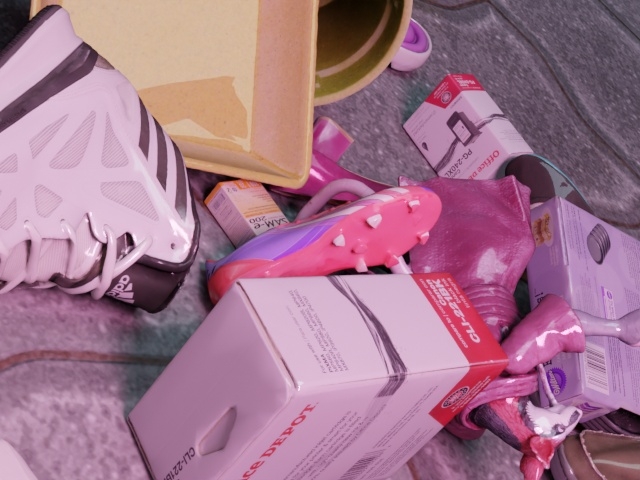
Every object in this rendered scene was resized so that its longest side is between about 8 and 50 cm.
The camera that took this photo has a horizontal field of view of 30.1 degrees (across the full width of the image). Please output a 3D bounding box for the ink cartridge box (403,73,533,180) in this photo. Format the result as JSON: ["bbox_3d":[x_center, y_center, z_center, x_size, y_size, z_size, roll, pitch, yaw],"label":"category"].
[{"bbox_3d":[0.201,-0.138,1.634,0.063,0.109,0.150,-6,55,-49],"label":"ink cartridge box"}]

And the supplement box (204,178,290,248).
[{"bbox_3d":[-0.072,-0.020,1.289,0.062,0.036,0.098,-14,62,-51],"label":"supplement box"}]

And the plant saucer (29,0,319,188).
[{"bbox_3d":[-0.163,-0.234,1.291,0.333,0.081,0.332,10,75,-31],"label":"plant saucer"}]

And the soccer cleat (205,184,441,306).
[{"bbox_3d":[0.000,0.000,1.190,0.095,0.248,0.083,56,-7,47],"label":"soccer cleat"}]

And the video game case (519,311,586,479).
[{"bbox_3d":[0.330,0.218,1.430,0.204,0.025,0.285,17,40,-31],"label":"video game case"}]

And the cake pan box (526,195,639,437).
[{"bbox_3d":[0.349,0.108,1.415,0.246,0.070,0.266,21,54,-35],"label":"cake pan box"}]

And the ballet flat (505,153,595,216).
[{"bbox_3d":[0.326,0.015,1.551,0.280,0.095,0.096,51,41,-17],"label":"ballet flat"}]

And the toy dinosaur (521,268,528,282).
[{"bbox_3d":[0.230,0.017,1.551,0.211,0.064,0.112,25,46,-44],"label":"toy dinosaur"}]

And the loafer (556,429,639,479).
[{"bbox_3d":[0.366,0.251,1.324,0.251,0.087,0.094,17,40,-32],"label":"loafer"}]

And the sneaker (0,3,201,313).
[{"bbox_3d":[-0.232,0.000,0.989,0.257,0.169,0.447,42,40,-14],"label":"sneaker"}]

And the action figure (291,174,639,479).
[{"bbox_3d":[0.159,0.077,1.221,0.276,0.248,0.370,18,37,-30],"label":"action figure"}]

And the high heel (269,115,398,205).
[{"bbox_3d":[0.050,-0.029,1.414,0.244,0.082,0.117,45,63,-19],"label":"high heel"}]

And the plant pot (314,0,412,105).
[{"bbox_3d":[-0.029,-0.346,1.542,0.276,0.276,0.254,30,23,-16],"label":"plant pot"}]

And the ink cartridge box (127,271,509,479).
[{"bbox_3d":[-0.001,0.131,1.040,0.273,0.197,0.114,-1,50,-46],"label":"ink cartridge box"}]

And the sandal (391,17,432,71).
[{"bbox_3d":[0.002,-0.403,1.746,0.416,0.102,0.169,29,35,-17],"label":"sandal"}]

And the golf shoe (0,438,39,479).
[{"bbox_3d":[-0.201,0.213,0.847,0.067,0.086,0.186,-2,51,-45],"label":"golf shoe"}]
